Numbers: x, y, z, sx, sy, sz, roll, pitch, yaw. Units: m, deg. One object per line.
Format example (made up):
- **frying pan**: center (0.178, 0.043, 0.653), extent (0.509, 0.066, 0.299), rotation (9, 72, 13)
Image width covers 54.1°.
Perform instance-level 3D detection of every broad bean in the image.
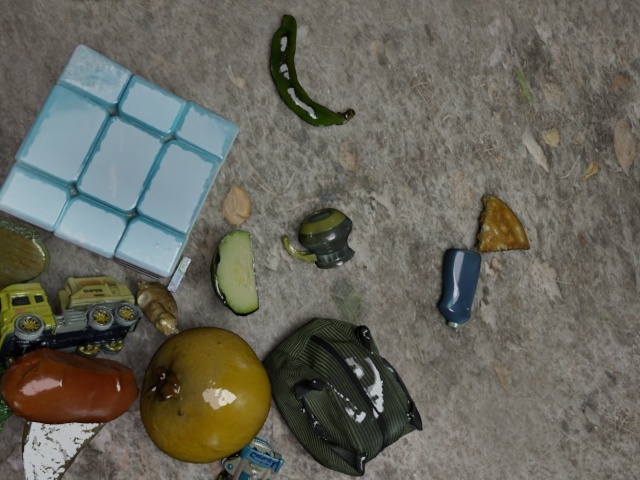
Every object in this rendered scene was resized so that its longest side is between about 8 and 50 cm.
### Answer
- **broad bean**: center (-0.042, -0.379, 1.475), extent (0.144, 0.049, 0.292), rotation (-40, 102, -22)

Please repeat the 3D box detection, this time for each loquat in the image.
- **loquat**: center (-0.233, 0.309, 1.265), extent (0.275, 0.275, 0.275), rotation (1, 88, -18)

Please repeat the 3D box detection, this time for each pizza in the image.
- **pizza**: center (0.459, -0.011, 1.615), extent (0.185, 0.036, 0.176), rotation (42, 65, -10)

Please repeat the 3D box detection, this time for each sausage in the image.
- **sausage**: center (-0.458, 0.274, 1.158), extent (0.258, 0.133, 0.133), rotation (23, 79, -51)

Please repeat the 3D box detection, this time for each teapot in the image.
- **teapot**: center (0.000, 0.000, 1.444), extent (0.166, 0.130, 0.119), rotation (-15, 111, 14)

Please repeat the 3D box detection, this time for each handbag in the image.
- **handbag**: center (0.052, 0.344, 1.378), extent (0.247, 0.240, 0.340), rotation (-31, 96, -21)

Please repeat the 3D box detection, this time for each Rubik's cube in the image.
- **Rubik's cube**: center (-0.381, -0.126, 1.210), extent (0.316, 0.319, 0.322), rotation (27, 79, -14)

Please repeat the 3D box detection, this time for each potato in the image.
- **potato**: center (-0.524, 0.377, 1.245), extent (0.138, 0.098, 0.243), rotation (47, 58, -19)

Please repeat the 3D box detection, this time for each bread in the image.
- **bread**: center (-0.677, 0.033, 1.216), extent (0.286, 0.056, 0.207), rotation (26, 104, -5)

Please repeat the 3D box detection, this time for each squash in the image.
- **squash**: center (-0.213, 0.076, 1.369), extent (0.085, 0.184, 0.192), rotation (-8, 88, 21)

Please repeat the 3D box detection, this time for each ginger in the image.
- **ginger**: center (-0.332, 0.151, 1.316), extent (0.067, 0.165, 0.096), rotation (-40, 138, -1)

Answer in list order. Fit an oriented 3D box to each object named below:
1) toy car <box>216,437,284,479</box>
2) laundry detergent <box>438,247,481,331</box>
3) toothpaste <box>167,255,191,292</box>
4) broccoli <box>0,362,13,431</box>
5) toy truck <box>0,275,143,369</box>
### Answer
- **toy car**: center (-0.160, 0.517, 1.373), extent (0.126, 0.098, 0.161), rotation (29, 78, -13)
- **laundry detergent**: center (0.347, 0.127, 1.575), extent (0.097, 0.061, 0.206), rotation (11, 85, -29)
- **toothpaste**: center (-0.313, 0.074, 1.382), extent (0.020, 0.017, 0.083), rotation (28, 80, -15)
- **broccoli**: center (-0.759, 0.324, 1.083), extent (0.321, 0.310, 0.413), rotation (43, 58, -12)
- **toy truck**: center (-0.497, 0.144, 1.227), extent (0.272, 0.124, 0.157), rotation (-3, 49, -42)
